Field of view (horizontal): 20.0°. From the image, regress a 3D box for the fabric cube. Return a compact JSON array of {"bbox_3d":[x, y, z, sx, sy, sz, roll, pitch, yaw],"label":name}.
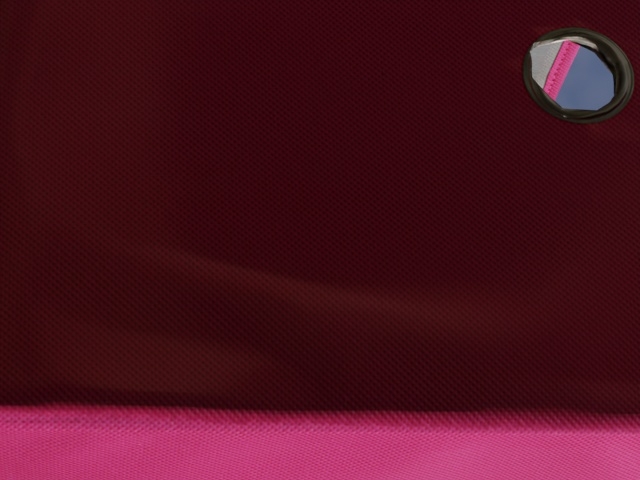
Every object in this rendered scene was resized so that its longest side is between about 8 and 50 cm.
[{"bbox_3d":[0.000,0.000,0.689,0.258,0.259,0.254,2,-117,-7],"label":"fabric cube"}]
